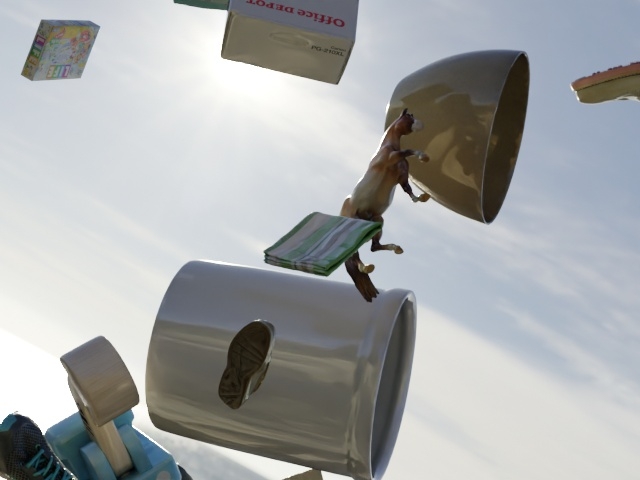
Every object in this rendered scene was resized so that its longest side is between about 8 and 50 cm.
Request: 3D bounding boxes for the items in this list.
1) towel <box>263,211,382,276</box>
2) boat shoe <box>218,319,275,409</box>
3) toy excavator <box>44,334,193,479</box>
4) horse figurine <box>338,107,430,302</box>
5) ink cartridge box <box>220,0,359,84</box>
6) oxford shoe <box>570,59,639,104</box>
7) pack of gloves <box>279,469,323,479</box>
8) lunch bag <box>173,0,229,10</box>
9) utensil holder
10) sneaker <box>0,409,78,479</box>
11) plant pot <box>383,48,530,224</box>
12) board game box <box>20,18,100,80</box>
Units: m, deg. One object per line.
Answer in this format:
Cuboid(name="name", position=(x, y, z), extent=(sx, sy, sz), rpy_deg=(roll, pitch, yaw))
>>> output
Cuboid(name="towel", position=(0.000, 0.000, 1.599), extent=(0.152, 0.113, 0.023), rpy_deg=(9, -45, 55))
Cuboid(name="boat shoe", position=(-0.083, 0.142, 1.427), extent=(0.050, 0.135, 0.045), rpy_deg=(39, 36, 15))
Cuboid(name="toy excavator", position=(-0.382, 0.351, 2.082), extent=(0.433, 0.222, 0.445), rpy_deg=(13, -51, 60))
Cuboid(name="horse figurine", position=(0.085, -0.051, 1.683), extent=(0.066, 0.263, 0.174), rpy_deg=(18, 13, -26))
Cuboid(name="ink cartridge box", position=(-0.036, -0.345, 1.643), extent=(0.171, 0.237, 0.100), rpy_deg=(12, -36, -8))
Cuboid(name="oxford shoe", position=(0.661, -0.265, 2.189), extent=(0.396, 0.147, 0.140), rpy_deg=(-2, 9, 18))
Cuboid(name="pack of gloves", position=(-0.057, 0.515, 1.966), extent=(0.046, 0.195, 0.232), rpy_deg=(56, 15, -58))
Cuboid(name="lunch bag", position=(-0.109, -0.470, 1.867), extent=(0.160, 0.224, 0.262), rpy_deg=(-17, 25, -39))
Cuboid(name="utensil holder", position=(-0.060, 0.211, 2.000), extent=(0.385, 0.328, 0.327), rpy_deg=(10, -15, 13))
Cuboid(name="sneaker", position=(-0.264, 0.229, 1.155), extent=(0.076, 0.065, 0.166), rpy_deg=(14, -40, 27))
Cuboid(name="plant pot", position=(0.213, -0.184, 1.941), extent=(0.190, 0.284, 0.284), rpy_deg=(14, -15, 18))
Cuboid(name="board game box", position=(-0.446, -0.328, 2.054), extent=(0.026, 0.103, 0.154), rpy_deg=(30, 19, 13))
